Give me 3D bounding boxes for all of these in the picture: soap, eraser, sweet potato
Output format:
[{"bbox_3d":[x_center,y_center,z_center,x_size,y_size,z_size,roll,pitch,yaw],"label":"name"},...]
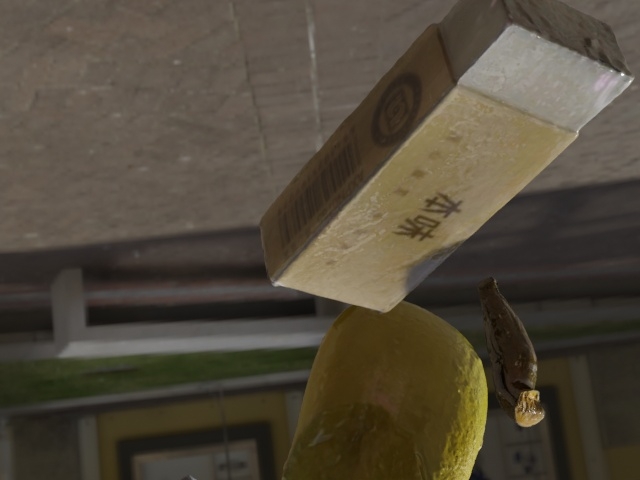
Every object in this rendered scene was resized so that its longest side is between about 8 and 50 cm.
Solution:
[{"bbox_3d":[0.119,0.279,1.760,0.306,0.427,0.115,24,144,-5],"label":"soap"},{"bbox_3d":[0.093,-0.068,0.939,0.144,0.078,0.343,16,136,-30],"label":"eraser"},{"bbox_3d":[0.345,0.200,1.990,0.085,0.286,0.112,-10,153,7],"label":"sweet potato"}]

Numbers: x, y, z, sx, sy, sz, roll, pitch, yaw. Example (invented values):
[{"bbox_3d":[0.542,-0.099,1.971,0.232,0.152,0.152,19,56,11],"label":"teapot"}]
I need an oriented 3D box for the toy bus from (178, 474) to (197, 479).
[{"bbox_3d":[-0.190,0.458,1.747,0.075,0.190,0.064,-40,129,-5],"label":"toy bus"}]
